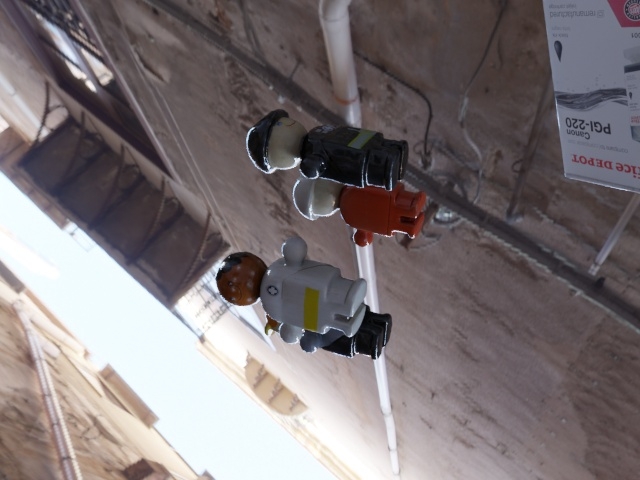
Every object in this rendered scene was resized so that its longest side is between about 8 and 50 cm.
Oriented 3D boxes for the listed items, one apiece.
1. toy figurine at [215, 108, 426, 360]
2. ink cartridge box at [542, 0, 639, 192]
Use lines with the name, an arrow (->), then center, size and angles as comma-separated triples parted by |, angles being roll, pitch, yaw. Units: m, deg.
toy figurine -> 0.000, 0.000, 0.710 | 0.148, 0.213, 0.210 | 14, -101, 18
ink cartridge box -> 0.317, -0.163, 0.740 | 0.092, 0.218, 0.158 | -25, -157, -19
